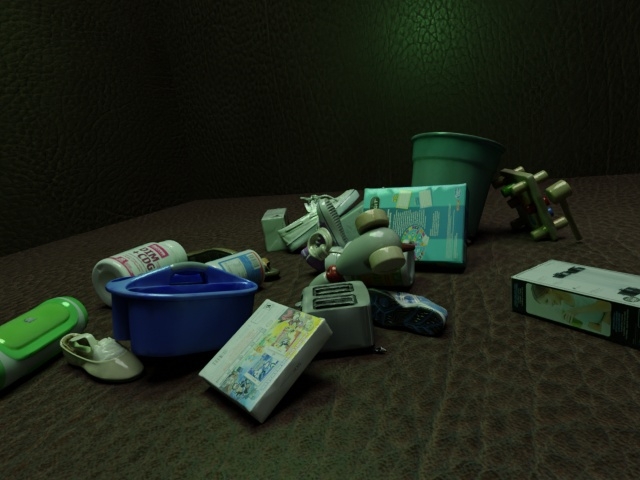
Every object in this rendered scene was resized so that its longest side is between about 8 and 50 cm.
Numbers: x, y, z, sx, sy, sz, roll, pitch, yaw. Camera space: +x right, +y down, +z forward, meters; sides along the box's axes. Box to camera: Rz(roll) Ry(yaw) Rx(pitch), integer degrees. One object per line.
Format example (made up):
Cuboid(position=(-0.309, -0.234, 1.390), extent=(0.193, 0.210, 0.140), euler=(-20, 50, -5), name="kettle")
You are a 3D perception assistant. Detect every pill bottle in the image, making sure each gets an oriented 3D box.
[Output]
Cuboid(position=(0.144, 0.067, 1.303), extent=(0.245, 0.136, 0.136), euler=(-1, 15, 22), name="pill bottle")
Cuboid(position=(-0.584, 0.099, 1.470), extent=(0.160, 0.160, 0.283), euler=(-1, 15, 24), name="pill bottle")
Cuboid(position=(-0.289, 0.113, 1.351), extent=(0.221, 0.124, 0.124), euler=(-19, 18, -41), name="pill bottle")

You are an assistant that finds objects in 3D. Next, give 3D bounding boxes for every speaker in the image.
Cuboid(position=(-0.689, 0.236, 1.044), extent=(0.131, 0.131, 0.296), euler=(-4, 14, 10), name="speaker")

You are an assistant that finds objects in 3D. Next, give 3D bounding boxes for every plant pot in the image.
Cuboid(position=(0.480, -0.195, 1.666), extent=(0.341, 0.334, 0.341), euler=(11, 2, 0), name="plant pot")

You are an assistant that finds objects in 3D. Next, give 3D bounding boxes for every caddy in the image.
Cuboid(position=(-0.306, 0.137, 1.015), extent=(0.341, 0.179, 0.241), euler=(1, 4, -43), name="caddy")

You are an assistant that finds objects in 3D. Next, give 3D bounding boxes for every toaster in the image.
Cuboid(position=(0.038, 0.172, 0.983), extent=(0.185, 0.110, 0.168), euler=(-6, 15, 1), name="toaster")

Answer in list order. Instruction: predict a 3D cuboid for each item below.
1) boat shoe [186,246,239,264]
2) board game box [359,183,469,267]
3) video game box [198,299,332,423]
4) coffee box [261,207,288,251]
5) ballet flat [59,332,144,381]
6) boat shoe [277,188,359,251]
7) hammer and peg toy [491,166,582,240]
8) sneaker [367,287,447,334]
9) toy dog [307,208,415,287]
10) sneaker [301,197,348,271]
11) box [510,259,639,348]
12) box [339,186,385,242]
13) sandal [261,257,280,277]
Cuboid(position=(-0.382, 0.068, 1.604), extent=(0.307, 0.111, 0.104), euler=(0, 16, 25), name="boat shoe")
Cuboid(position=(0.300, -0.045, 1.441), extent=(0.336, 0.254, 0.079), euler=(0, -16, 27), name="board game box")
Cuboid(position=(-0.105, 0.214, 0.840), extent=(0.187, 0.048, 0.205), euler=(7, 47, 50), name="video game box")
Cuboid(position=(-0.189, -0.052, 1.940), extent=(0.098, 0.141, 0.246), euler=(-8, 13, 0), name="coffee box")
Cuboid(position=(-0.492, 0.250, 0.983), extent=(0.248, 0.086, 0.086), euler=(2, 16, 30), name="ballet flat")
Cuboid(position=(-0.021, -0.122, 1.799), extent=(0.367, 0.156, 0.136), euler=(-38, 3, -3), name="boat shoe")
Cuboid(position=(0.755, -0.119, 1.567), extent=(0.127, 0.266, 0.361), euler=(-28, 13, 7), name="hammer and peg toy")
Cuboid(position=(0.194, 0.162, 1.036), extent=(0.211, 0.080, 0.081), euler=(18, 17, 33), name="sneaker")
Cuboid(position=(0.114, 0.058, 1.154), extent=(0.161, 0.220, 0.333), euler=(12, -19, -33), name="toy dog")
Cuboid(position=(0.000, 0.001, 1.412), extent=(0.161, 0.282, 0.102), euler=(-13, 38, 11), name="sneaker")
Cuboid(position=(0.586, 0.125, 0.955), extent=(0.169, 0.087, 0.290), euler=(-15, 17, -31), name="box")
Cuboid(position=(0.172, -0.079, 1.736), extent=(0.231, 0.127, 0.262), euler=(-33, 4, 22), name="box")
Cuboid(position=(-0.204, 0.087, 1.549), extent=(0.090, 0.060, 0.219), euler=(-11, 14, -17), name="sandal")
